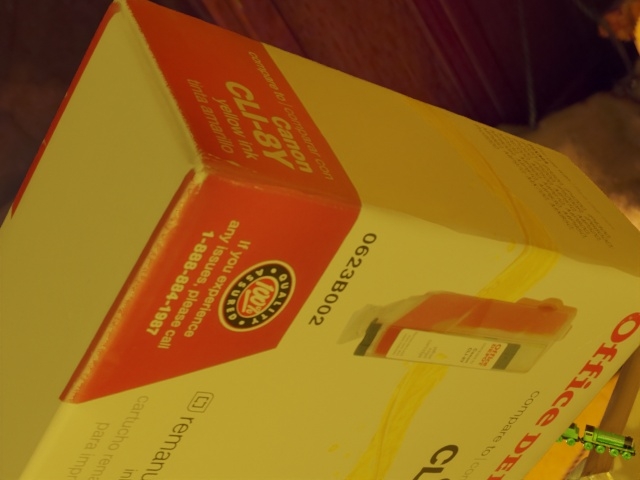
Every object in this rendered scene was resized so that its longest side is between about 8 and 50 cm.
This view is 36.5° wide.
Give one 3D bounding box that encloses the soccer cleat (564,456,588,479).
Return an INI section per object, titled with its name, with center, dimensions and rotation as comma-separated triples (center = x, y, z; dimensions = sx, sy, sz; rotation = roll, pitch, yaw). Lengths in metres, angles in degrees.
[soccer cleat]
center = 0.349, 0.396, 1.419
dimensions = 0.068, 0.076, 0.196
rotation = -75, 5, -71

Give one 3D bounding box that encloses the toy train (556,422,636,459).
[toy train]
center = 0.272, 0.196, 0.965
dimensions = 0.083, 0.024, 0.017
rotation = 11, 26, 15

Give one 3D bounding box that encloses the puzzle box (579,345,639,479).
[puzzle box]
center = 0.533, 0.312, 1.470
dimensions = 0.052, 0.272, 0.409
rotation = -24, 17, 42

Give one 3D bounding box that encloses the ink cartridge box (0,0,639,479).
[ink cartridge box]
center = 0.003, 0.053, 0.618
dimensions = 0.279, 0.384, 0.160
rotation = -57, 43, 25
